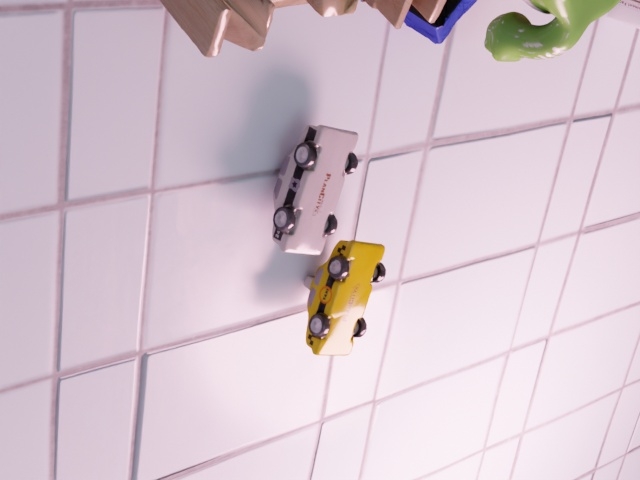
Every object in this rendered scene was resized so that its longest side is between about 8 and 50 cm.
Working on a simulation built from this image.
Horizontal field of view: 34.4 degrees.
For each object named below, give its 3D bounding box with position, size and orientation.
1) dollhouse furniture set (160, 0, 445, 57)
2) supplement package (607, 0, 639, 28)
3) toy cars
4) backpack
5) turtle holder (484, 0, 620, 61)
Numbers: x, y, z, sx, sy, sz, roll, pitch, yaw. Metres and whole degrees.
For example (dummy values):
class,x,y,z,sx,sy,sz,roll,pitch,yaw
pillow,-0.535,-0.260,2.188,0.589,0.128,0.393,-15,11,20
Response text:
class,x,y,z,sx,sy,sz,roll,pitch,yaw
dollhouse furniture set,-0.002,-0.454,1.186,0.362,0.256,0.394,-17,147,-35
supplement package,0.635,-0.489,1.723,0.199,0.198,0.262,-23,130,-32
toy cars,0.000,0.000,1.531,0.176,0.087,0.393,-38,133,-26
backpack,0.167,-0.348,1.454,0.120,0.098,0.101,-52,168,-4
turtle holder,0.346,-0.425,1.471,0.243,0.227,0.320,-33,135,-25
